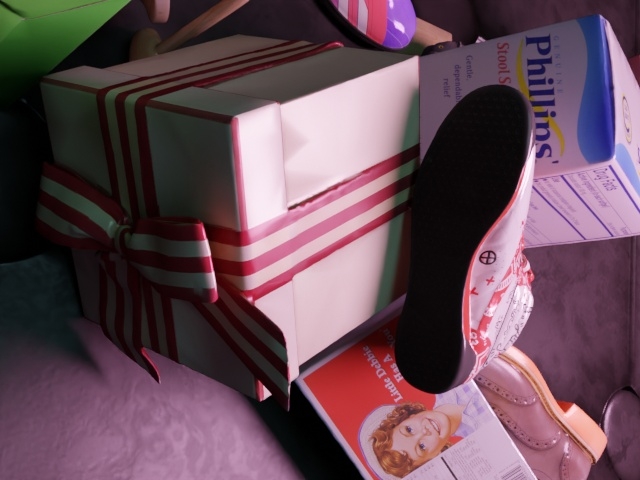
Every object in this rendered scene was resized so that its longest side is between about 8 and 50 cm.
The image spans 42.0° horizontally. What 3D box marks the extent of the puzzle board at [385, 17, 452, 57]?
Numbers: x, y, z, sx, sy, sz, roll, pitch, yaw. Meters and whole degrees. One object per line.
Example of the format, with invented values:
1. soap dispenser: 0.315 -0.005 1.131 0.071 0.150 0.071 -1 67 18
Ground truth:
1. puzzle board: 0.132 -0.253 1.124 0.128 0.011 0.096 12 72 -37

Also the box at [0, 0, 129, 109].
1. box: -0.262 -0.245 0.619 0.127 0.262 0.231 -8 85 -41

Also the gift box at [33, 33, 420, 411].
1. gift box: -0.066 -0.016 0.703 0.258 0.255 0.276 -27 119 -43

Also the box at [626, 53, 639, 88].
1. box: 0.385 -0.143 1.162 0.127 0.232 0.148 2 77 -40

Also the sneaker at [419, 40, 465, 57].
1. sneaker: 0.114 -0.193 1.051 0.222 0.083 0.118 0 71 -37

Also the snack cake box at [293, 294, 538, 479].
1. snack cake box: 0.098 0.190 0.880 0.152 0.089 0.264 -33 104 1

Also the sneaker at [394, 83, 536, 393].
1. sneaker: 0.146 -0.003 0.751 0.145 0.090 0.270 -9 114 -57

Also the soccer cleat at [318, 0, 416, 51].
1. soccer cleat: 0.032 -0.371 0.997 0.318 0.116 0.108 54 53 -16

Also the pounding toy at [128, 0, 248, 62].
1. pounding toy: -0.153 -0.280 0.755 0.155 0.269 0.154 -8 60 -20

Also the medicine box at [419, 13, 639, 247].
1. medicine box: 0.192 -0.090 0.900 0.263 0.289 0.149 24 62 -58

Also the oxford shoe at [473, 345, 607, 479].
1. oxford shoe: 0.196 0.204 0.987 0.363 0.130 0.133 38 71 -19
